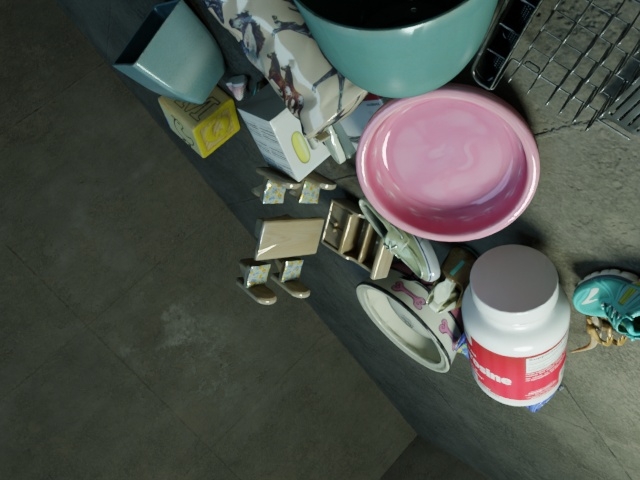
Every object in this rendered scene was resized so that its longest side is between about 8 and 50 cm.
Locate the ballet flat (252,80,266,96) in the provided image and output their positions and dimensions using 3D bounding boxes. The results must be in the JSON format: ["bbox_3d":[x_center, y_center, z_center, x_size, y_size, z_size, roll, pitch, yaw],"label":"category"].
[{"bbox_3d":[-0.181,-0.429,1.686,0.067,0.073,0.206,21,170,-11],"label":"ballet flat"}]

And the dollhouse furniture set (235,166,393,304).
[{"bbox_3d":[0.000,0.000,1.599,0.256,0.393,0.363,33,117,41],"label":"dollhouse furniture set"}]

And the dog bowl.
[{"bbox_3d":[0.315,0.246,1.843,0.408,0.150,0.408,41,163,16],"label":"dog bowl"}]

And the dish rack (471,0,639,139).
[{"bbox_3d":[0.356,-0.232,0.722,0.271,0.074,0.208,35,163,9],"label":"dish rack"}]

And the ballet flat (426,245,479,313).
[{"bbox_3d":[0.356,0.136,1.526,0.116,0.124,0.342,40,162,18],"label":"ballet flat"}]

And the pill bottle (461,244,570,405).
[{"bbox_3d":[0.448,0.200,1.265,0.229,0.229,0.408,33,159,38],"label":"pill bottle"}]

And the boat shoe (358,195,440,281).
[{"bbox_3d":[0.208,-0.008,1.473,0.302,0.094,0.109,58,162,24],"label":"boat shoe"}]

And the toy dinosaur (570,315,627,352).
[{"bbox_3d":[0.604,0.196,1.197,0.112,0.064,0.212,-125,12,-57],"label":"toy dinosaur"}]

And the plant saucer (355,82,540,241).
[{"bbox_3d":[0.235,-0.147,1.029,0.331,0.084,0.332,11,132,12],"label":"plant saucer"}]

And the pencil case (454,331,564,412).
[{"bbox_3d":[0.542,0.366,1.601,0.306,0.119,0.133,39,-169,25],"label":"pencil case"}]

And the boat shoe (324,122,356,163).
[{"bbox_3d":[0.039,-0.326,1.310,0.116,0.099,0.320,55,171,40],"label":"boat shoe"}]

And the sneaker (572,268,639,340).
[{"bbox_3d":[0.567,0.123,1.001,0.107,0.110,0.275,50,164,-13],"label":"sneaker"}]

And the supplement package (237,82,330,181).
[{"bbox_3d":[-0.067,-0.305,1.432,0.149,0.194,0.203,32,159,42],"label":"supplement package"}]

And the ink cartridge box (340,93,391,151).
[{"bbox_3d":[0.139,-0.263,1.159,0.273,0.114,0.197,54,162,-27],"label":"ink cartridge box"}]

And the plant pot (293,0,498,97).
[{"bbox_3d":[0.112,-0.344,0.776,0.293,0.293,0.235,40,175,21],"label":"plant pot"}]

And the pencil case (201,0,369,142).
[{"bbox_3d":[-0.079,-0.365,0.960,0.410,0.160,0.183,49,147,-12],"label":"pencil case"}]

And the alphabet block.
[{"bbox_3d":[-0.436,-0.459,1.993,0.197,0.193,0.192,41,164,18],"label":"alphabet block"}]

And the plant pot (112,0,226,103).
[{"bbox_3d":[-0.451,-0.564,1.725,0.252,0.247,0.247,38,172,-37],"label":"plant pot"}]

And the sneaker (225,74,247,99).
[{"bbox_3d":[-0.250,-0.482,1.733,0.070,0.051,0.134,54,165,-29],"label":"sneaker"}]
